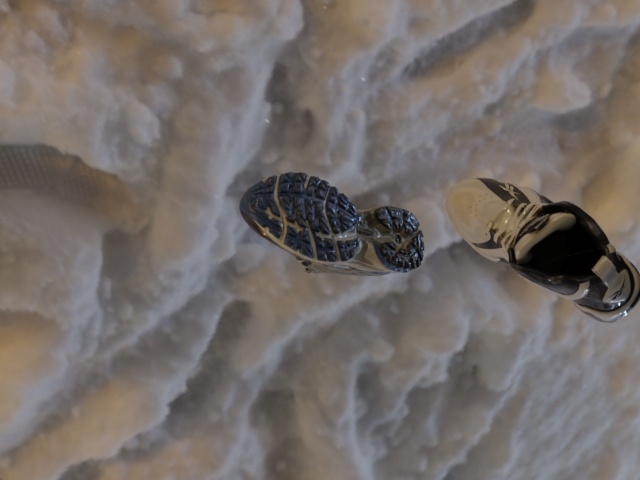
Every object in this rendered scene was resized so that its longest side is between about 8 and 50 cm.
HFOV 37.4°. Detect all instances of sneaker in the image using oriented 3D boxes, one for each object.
[{"bbox_3d":[0.000,0.000,0.575,0.135,0.058,0.052,19,62,-39],"label":"sneaker"},{"bbox_3d":[0.210,-0.012,0.956,0.094,0.235,0.153,-47,150,2],"label":"sneaker"}]

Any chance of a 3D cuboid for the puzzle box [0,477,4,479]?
[{"bbox_3d":[-0.263,0.374,0.626,0.272,0.052,0.409,31,87,2],"label":"puzzle box"}]
